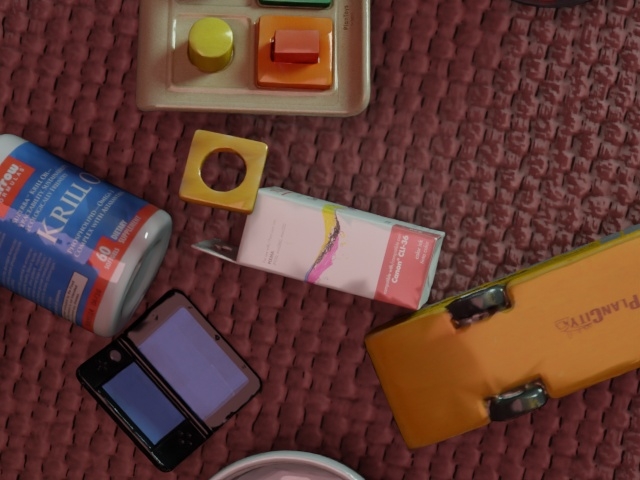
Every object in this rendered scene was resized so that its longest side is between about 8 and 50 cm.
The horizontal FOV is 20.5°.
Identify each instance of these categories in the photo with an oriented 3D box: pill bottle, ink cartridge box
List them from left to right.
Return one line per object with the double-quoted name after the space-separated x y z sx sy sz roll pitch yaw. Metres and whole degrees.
-0.251 -0.016 1.529 0.222 0.124 0.124 26 96 5 "pill bottle"
0.000 0.000 1.502 0.198 0.115 0.067 14 94 6 "ink cartridge box"

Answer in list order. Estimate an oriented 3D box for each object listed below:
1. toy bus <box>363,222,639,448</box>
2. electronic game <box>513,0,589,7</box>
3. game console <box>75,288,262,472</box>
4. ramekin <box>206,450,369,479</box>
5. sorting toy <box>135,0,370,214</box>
0.209 0.067 1.471 0.333 0.130 0.108 -22 89 8 "toy bus"
0.185 -0.305 1.455 0.229 0.048 0.229 13 113 32 "electronic game"
-0.132 0.122 1.550 0.122 0.107 0.071 47 125 4 "game console"
-0.023 0.277 1.521 0.207 0.109 0.207 0 93 7 "ramekin"
-0.056 -0.192 1.477 0.196 0.047 0.347 0 72 1 "sorting toy"
